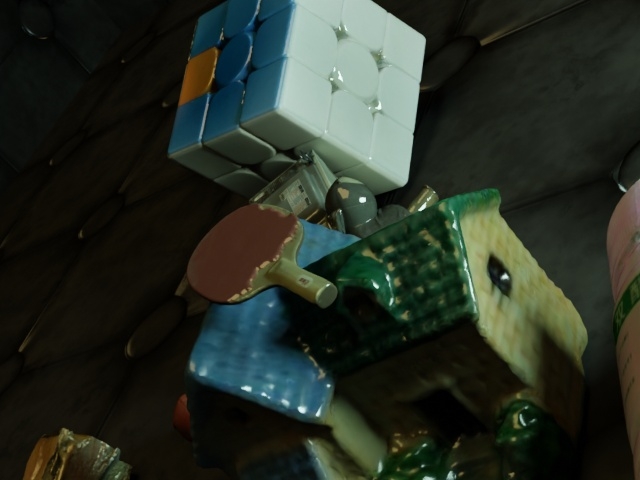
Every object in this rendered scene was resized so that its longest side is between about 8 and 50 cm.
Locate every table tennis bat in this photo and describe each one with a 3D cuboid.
[{"bbox_3d":[-0.058,0.022,1.208,0.131,0.022,0.234,-48,36,-14],"label":"table tennis bat"}]

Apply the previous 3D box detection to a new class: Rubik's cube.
[{"bbox_3d":[-0.037,-0.236,1.924,0.291,0.291,0.291,-19,54,46],"label":"Rubik's cube"}]

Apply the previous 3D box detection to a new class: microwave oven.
[{"bbox_3d":[0.000,0.000,1.712,0.145,0.194,0.240,-41,27,9],"label":"microwave oven"}]

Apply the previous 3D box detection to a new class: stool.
[{"bbox_3d":[0.112,0.003,1.521,0.139,0.228,0.153,-40,18,-16],"label":"stool"}]

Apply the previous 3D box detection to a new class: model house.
[{"bbox_3d":[0.048,0.124,1.274,0.382,0.343,0.335,-25,29,31],"label":"model house"}]

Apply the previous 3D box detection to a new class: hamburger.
[{"bbox_3d":[-0.380,0.398,1.730,0.155,0.135,0.208,-35,36,52],"label":"hamburger"}]

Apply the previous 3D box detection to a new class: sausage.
[{"bbox_3d":[-0.161,0.259,1.665,0.141,0.076,0.076,6,53,53],"label":"sausage"}]

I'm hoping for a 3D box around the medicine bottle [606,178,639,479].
[{"bbox_3d":[0.366,0.090,1.030,0.212,0.212,0.325,-28,29,26],"label":"medicine bottle"}]
